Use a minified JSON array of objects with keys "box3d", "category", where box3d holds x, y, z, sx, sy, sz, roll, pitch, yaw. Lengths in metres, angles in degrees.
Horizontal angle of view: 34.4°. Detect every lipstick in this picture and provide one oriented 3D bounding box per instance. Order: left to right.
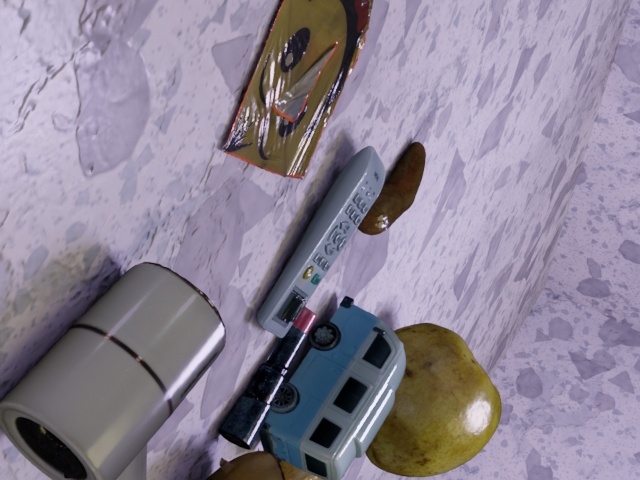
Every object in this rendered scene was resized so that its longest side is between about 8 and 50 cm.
[{"box3d":[-0.068,0.196,1.526,0.234,0.053,0.053,-58,161,-25],"category":"lipstick"}]

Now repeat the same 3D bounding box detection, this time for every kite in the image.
[{"box3d":[-0.021,-0.197,1.203,0.327,0.013,0.377,-50,157,-35],"category":"kite"}]

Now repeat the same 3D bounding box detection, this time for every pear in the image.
[{"box3d":[0.201,0.325,2.041,0.304,0.304,0.304,-52,158,-32],"category":"pear"}]

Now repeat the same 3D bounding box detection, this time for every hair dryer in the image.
[{"box3d":[-0.210,0.199,1.071,0.203,0.128,0.362,-51,165,-35],"category":"hair dryer"}]

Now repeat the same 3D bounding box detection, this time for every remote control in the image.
[{"box3d":[0.001,0.001,1.455,0.293,0.051,0.103,-59,160,-5],"category":"remote control"}]

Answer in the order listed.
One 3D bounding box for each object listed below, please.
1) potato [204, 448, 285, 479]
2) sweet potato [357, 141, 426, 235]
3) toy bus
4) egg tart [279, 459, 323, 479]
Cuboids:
[{"box3d":[-0.135,0.409,1.434,0.299,0.116,0.239,131,-35,-55],"category":"potato"},{"box3d":[0.117,-0.075,1.654,0.233,0.062,0.081,-48,154,-46],"category":"sweet potato"},{"box3d":[0.033,0.243,1.667,0.271,0.164,0.133,-55,159,-27],"category":"toy bus"},{"box3d":[-0.046,0.451,1.845,0.252,0.098,0.232,-13,133,-62],"category":"egg tart"}]
